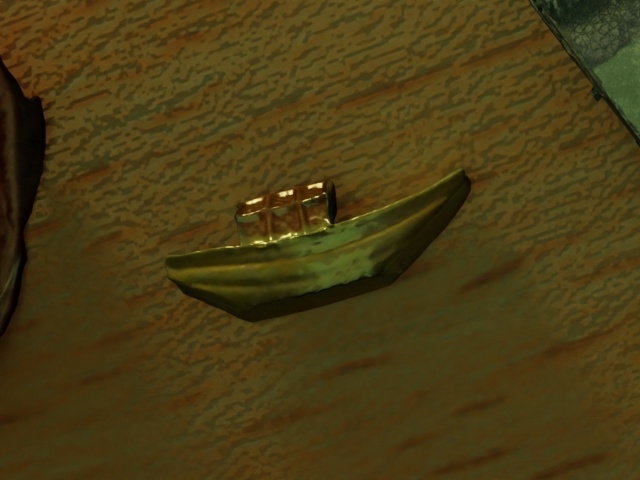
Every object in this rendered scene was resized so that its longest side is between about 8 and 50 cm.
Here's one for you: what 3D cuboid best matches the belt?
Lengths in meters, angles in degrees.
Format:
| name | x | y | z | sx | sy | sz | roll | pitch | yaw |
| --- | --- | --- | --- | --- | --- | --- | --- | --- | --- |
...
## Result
| name | x | y | z | sx | sy | sz | roll | pitch | yaw |
| --- | --- | --- | --- | --- | --- | --- | --- | --- | --- |
| belt | 0.171 | -0.089 | 0.765 | 0.082 | 0.141 | 0.190 | -38 | 87 | 12 |

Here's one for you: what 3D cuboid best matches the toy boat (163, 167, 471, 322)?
| name | x | y | z | sx | sy | sz | roll | pitch | yaw |
| --- | --- | --- | --- | --- | --- | --- | --- | --- | --- |
| toy boat | 0.000 | 0.000 | 0.852 | 0.172 | 0.065 | 0.066 | -15 | 76 | 10 |

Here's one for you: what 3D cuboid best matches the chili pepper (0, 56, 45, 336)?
| name | x | y | z | sx | sy | sz | roll | pitch | yaw |
| --- | --- | --- | --- | --- | --- | --- | --- | --- | --- |
| chili pepper | -0.329 | -0.004 | 0.852 | 0.305 | 0.229 | 0.251 | 5 | 102 | 20 |
